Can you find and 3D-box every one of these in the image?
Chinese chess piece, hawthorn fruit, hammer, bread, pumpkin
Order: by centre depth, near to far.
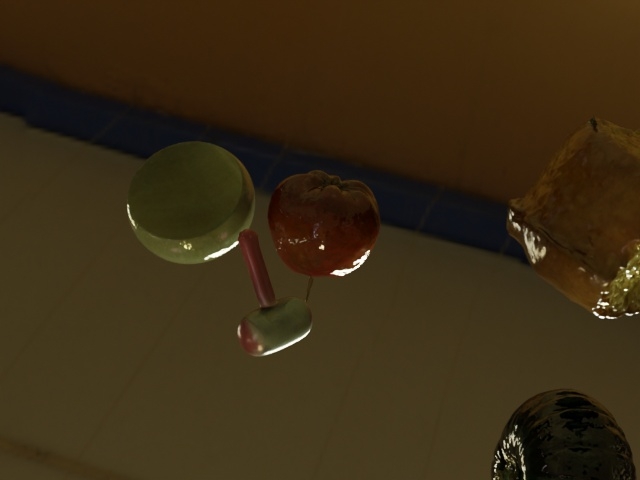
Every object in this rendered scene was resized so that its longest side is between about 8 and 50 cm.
[{"bbox_3d":[-0.037,0.032,0.830,0.053,0.083,0.031,-23,-170,-34],"label":"hammer"},{"bbox_3d":[0.257,0.260,1.372,0.140,0.202,0.202,8,-145,-9],"label":"pumpkin"},{"bbox_3d":[0.003,-0.016,1.381,0.125,0.140,0.125,4,-130,-4],"label":"hawthorn fruit"},{"bbox_3d":[0.323,-0.035,1.395,0.179,0.194,0.340,42,-159,23],"label":"bread"},{"bbox_3d":[-0.144,-0.042,1.408,0.144,0.058,0.144,-4,-120,7],"label":"Chinese chess piece"}]
